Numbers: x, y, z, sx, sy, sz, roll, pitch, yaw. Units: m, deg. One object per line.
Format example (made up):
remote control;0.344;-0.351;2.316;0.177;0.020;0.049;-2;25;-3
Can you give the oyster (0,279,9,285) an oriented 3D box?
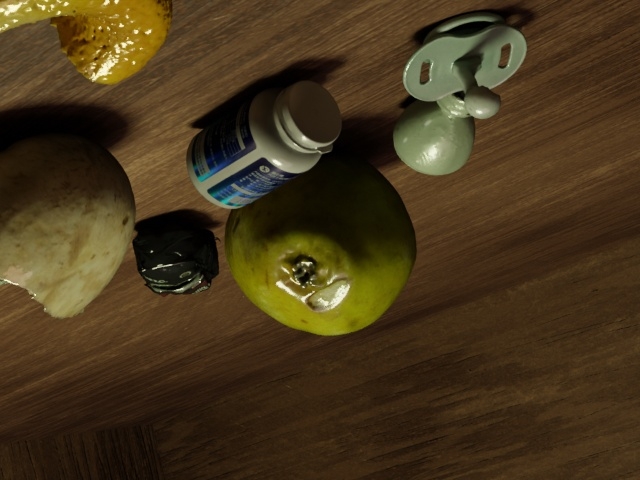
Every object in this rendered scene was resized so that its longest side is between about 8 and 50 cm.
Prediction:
oyster;-0.428;0.022;2.062;0.177;0.064;0.125;-22;-175;-13

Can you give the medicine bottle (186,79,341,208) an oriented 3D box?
medicine bottle;-0.065;-0.115;1.737;0.107;0.107;0.191;-3;163;-42

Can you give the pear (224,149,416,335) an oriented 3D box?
pear;0.000;0.000;2.020;0.269;0.269;0.321;-19;-175;19

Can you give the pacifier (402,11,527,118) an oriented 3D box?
pacifier;0.172;-0.191;1.669;0.150;0.117;0.127;-7;141;-16

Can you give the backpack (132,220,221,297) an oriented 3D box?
backpack;-0.221;0.029;2.208;0.120;0.106;0.165;-12;172;11

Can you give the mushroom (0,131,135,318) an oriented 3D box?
mushroom;-0.315;-0.041;1.688;0.189;0.195;0.253;-48;159;0

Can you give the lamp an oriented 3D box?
lamp;0.158;-0.155;1.864;0.106;0.106;0.193;-10;157;-20

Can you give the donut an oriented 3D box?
donut;-0.200;-0.214;1.195;0.152;0.101;0.259;-29;158;31
